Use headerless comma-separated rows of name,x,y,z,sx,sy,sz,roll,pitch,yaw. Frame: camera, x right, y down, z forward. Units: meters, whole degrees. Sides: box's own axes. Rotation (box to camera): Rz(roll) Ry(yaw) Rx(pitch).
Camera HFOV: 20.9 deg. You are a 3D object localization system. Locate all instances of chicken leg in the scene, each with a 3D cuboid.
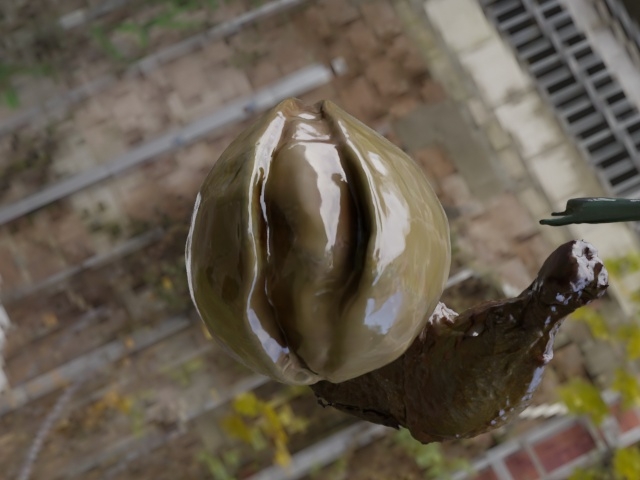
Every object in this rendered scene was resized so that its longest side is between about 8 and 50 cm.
chicken leg,0.092,0.064,1.336,0.322,0.083,0.177,13,-72,46

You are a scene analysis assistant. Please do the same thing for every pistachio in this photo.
pistachio,0.000,0.000,1.089,0.293,0.162,0.181,-26,115,-79

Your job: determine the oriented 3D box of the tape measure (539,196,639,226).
tape measure,0.255,-0.024,0.758,0.164,0.330,0.084,114,-44,-82
